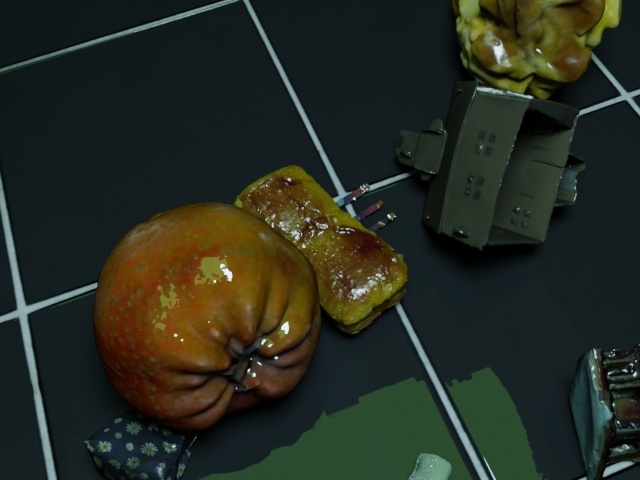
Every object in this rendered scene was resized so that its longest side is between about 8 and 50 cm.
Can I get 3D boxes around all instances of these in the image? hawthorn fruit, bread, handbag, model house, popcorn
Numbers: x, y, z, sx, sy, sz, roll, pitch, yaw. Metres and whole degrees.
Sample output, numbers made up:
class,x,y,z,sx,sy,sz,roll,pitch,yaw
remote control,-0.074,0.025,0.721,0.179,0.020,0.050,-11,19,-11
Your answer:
class,x,y,z,sx,sy,sz,roll,pitch,yaw
hawthorn fruit,-0.151,0.070,0.868,0.277,0.277,0.298,-34,42,-16
bread,0.000,0.001,0.980,0.139,0.077,0.271,-36,61,-16
handbag,-0.206,0.243,0.873,0.115,0.072,0.139,23,53,22
model house,0.381,0.191,0.828,0.152,0.165,0.106,-8,42,-3
model house,0.225,-0.115,1.008,0.204,0.211,0.243,3,14,-41
popcorn,0.320,-0.347,1.093,0.225,0.265,0.332,-2,18,-18

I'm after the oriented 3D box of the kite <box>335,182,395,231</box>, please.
class,x,y,z,sx,sy,sz,roll,pitch,yaw
kite,-0.008,0.003,1.031,0.245,0.015,0.141,-32,64,-11

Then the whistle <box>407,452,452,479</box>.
class,x,y,z,sx,sy,sz,roll,pitch,yaw
whistle,0.088,0.357,0.774,0.126,0.067,0.258,-17,33,44
